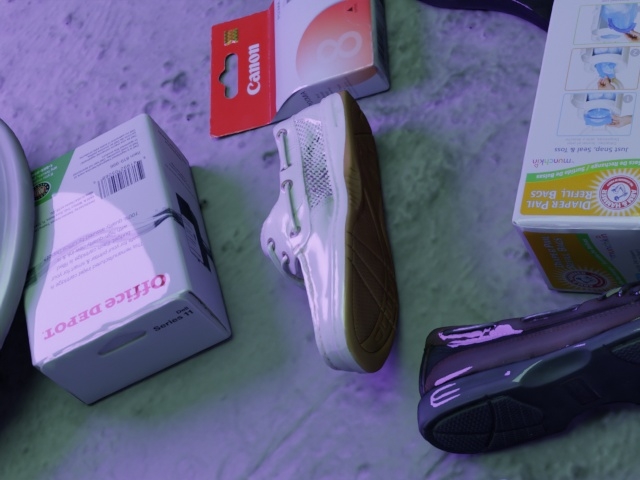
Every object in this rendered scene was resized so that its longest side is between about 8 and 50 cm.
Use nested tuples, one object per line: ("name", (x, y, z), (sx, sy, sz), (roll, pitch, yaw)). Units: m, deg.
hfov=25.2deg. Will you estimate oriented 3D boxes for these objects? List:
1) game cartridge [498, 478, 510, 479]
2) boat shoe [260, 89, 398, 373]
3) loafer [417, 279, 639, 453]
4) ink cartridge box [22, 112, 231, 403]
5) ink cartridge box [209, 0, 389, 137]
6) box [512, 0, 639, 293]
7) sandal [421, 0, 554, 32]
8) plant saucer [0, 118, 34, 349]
("game cartridge", (0.088, 0.300, 0.885), (0.196, 0.060, 0.294), (-37, 34, 30))
("boat shoe", (0.000, 0.000, 1.162), (0.096, 0.098, 0.277), (-18, 45, 16))
("loafer", (0.206, 0.064, 1.012), (0.303, 0.109, 0.095), (-19, 50, 19))
("ink cartridge box", (-0.177, 0.016, 1.240), (0.153, 0.087, 0.208), (-25, 51, 11))
("ink cartridge box", (-0.028, -0.182, 1.320), (0.179, 0.045, 0.145), (-13, 55, 16))
("box", (0.222, -0.071, 1.079), (0.103, 0.114, 0.203), (2, 62, 26))
("sandal", (0.162, -0.243, 1.256), (0.255, 0.054, 0.097), (24, 73, 35))
("plant saucer", (-0.430, 0.037, 1.291), (0.401, 0.100, 0.400), (-20, 55, 31))
